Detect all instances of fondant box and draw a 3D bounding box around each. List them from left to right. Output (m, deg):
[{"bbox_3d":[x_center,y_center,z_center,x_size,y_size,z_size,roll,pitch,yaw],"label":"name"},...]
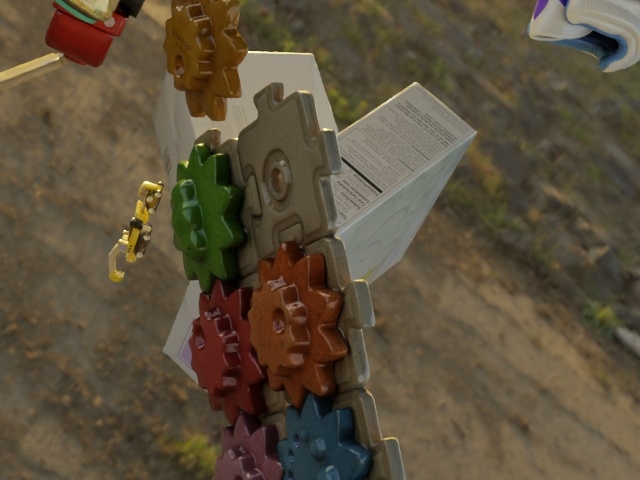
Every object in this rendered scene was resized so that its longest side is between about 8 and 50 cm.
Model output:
[{"bbox_3d":[0.000,0.000,1.369,0.096,0.238,0.330,43,49,14],"label":"fondant box"}]

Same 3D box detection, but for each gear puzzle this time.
[{"bbox_3d":[-0.043,0.008,0.706,0.044,0.175,0.338,-5,78,-31],"label":"gear puzzle"}]

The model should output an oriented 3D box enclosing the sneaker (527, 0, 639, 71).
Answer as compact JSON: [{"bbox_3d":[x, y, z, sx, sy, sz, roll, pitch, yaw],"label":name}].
[{"bbox_3d":[0.280,-0.339,1.430,0.323,0.130,0.236,44,68,-16],"label":"sneaker"}]

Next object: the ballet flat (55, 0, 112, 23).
[{"bbox_3d":[-0.322,-0.347,1.317,0.348,0.123,0.123,32,29,-39],"label":"ballet flat"}]

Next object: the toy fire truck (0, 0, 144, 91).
[{"bbox_3d":[-0.353,-0.289,1.803,0.159,0.246,0.217,24,11,-12],"label":"toy fire truck"}]

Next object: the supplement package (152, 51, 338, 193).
[{"bbox_3d":[-0.101,-0.139,1.760,0.203,0.149,0.194,-2,56,-23],"label":"supplement package"}]

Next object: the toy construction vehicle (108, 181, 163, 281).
[{"bbox_3d":[-0.211,-0.011,1.455,0.035,0.098,0.086,20,31,-13],"label":"toy construction vehicle"}]
